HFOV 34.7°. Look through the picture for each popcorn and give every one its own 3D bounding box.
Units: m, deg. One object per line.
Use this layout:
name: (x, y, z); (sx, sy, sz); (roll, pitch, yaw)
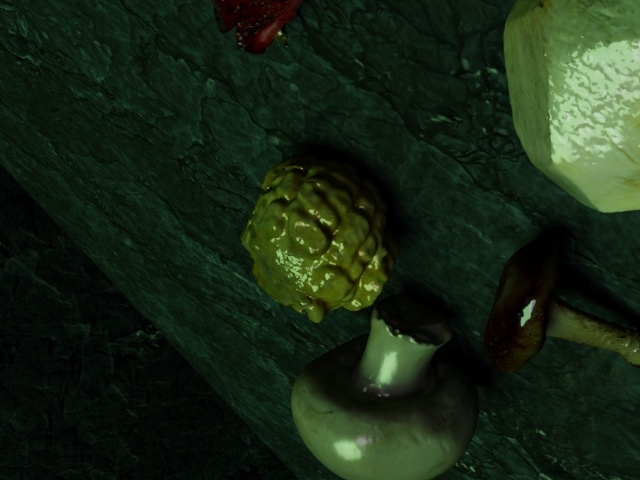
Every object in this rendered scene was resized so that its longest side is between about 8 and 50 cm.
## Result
popcorn: (0.000, 0.000, 1.449); (0.250, 0.190, 0.250); (42, 154, 25)

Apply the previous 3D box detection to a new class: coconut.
coconut: (0.256, -0.133, 0.797); (0.236, 0.197, 0.237); (13, 133, 14)

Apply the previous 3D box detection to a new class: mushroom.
mushroom: (0.101, 0.225, 1.610); (0.297, 0.297, 0.290); (22, 124, 35)
mushroom: (0.319, 0.098, 1.247); (0.217, 0.148, 0.227); (16, 162, 8)

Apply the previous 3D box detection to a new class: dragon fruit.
dragon fruit: (-0.063, -0.267, 1.156); (0.092, 0.122, 0.192); (22, 152, 3)
